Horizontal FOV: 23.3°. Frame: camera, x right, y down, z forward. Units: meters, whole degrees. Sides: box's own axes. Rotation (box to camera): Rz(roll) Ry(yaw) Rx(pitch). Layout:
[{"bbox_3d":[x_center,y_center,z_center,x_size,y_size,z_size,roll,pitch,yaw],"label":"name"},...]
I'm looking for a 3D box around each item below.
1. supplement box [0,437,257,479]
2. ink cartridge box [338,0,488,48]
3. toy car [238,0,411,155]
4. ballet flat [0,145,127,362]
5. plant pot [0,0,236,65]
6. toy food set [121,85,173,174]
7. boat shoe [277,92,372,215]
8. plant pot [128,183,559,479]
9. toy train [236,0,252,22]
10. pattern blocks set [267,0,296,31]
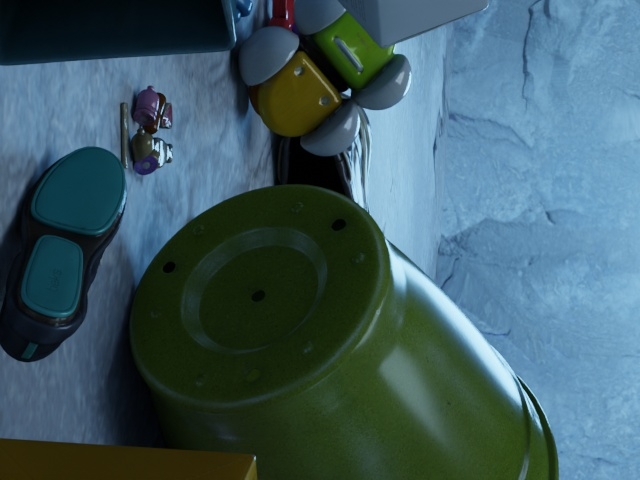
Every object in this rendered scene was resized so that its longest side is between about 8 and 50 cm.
[{"bbox_3d":[-0.142,0.251,1.020,0.129,0.191,0.194,-63,152,-63],"label":"supplement box"},{"bbox_3d":[0.036,-0.372,1.530,0.307,0.129,0.223,53,-20,43],"label":"ink cartridge box"},{"bbox_3d":[-0.002,-0.194,1.704,0.159,0.182,0.136,49,-2,-23],"label":"toy car"},{"bbox_3d":[-0.186,0.012,1.094,0.203,0.074,0.074,-82,169,-53],"label":"ballet flat"},{"bbox_3d":[-0.139,-0.259,1.023,0.165,0.165,0.234,80,11,-47],"label":"plant pot"},{"bbox_3d":[-0.145,-0.098,1.358,0.122,0.019,0.078,-40,132,-74],"label":"toy food set"},{"bbox_3d":[0.000,0.000,1.881,0.130,0.132,0.356,-34,117,-64],"label":"boat shoe"},{"bbox_3d":[-0.002,0.145,1.424,0.353,0.366,0.367,60,32,-46],"label":"plant pot"},{"bbox_3d":[-0.095,-0.304,1.400,0.248,0.105,0.143,53,54,-72],"label":"toy train"},{"bbox_3d":[-0.023,-0.366,1.877,0.325,0.026,0.286,-47,138,-72],"label":"pattern blocks set"}]
